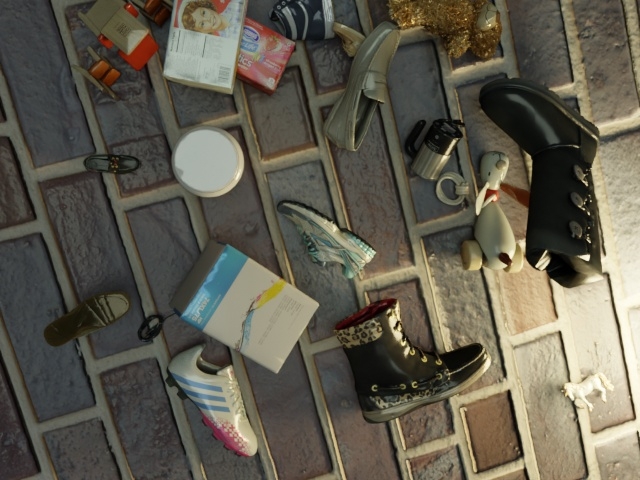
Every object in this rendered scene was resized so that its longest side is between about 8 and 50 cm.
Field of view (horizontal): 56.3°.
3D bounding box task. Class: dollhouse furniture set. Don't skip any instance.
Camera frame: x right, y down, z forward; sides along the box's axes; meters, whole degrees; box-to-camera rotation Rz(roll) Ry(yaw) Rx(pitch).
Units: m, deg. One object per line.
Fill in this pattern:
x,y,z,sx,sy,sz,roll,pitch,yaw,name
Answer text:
-0.424,-0.446,1.342,0.135,0.259,0.262,41,91,0,dollhouse furniture set

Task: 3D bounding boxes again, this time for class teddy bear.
0.310,-0.564,1.468,0.338,0.113,0.245,26,50,-9,teddy bear

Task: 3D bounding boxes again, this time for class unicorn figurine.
0.754,0.433,1.710,0.162,0.060,0.111,-35,100,-19,unicorn figurine

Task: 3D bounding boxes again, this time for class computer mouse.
-0.368,0.179,1.534,0.242,0.041,0.071,-33,116,2,computer mouse

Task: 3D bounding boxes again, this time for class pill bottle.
-0.257,-0.181,1.381,0.161,0.283,0.160,-1,97,-8,pill bottle

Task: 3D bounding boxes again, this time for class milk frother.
0.309,-0.247,1.554,0.143,0.129,0.134,-5,136,-35,milk frother

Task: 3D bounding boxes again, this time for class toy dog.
0.458,-0.056,1.557,0.220,0.161,0.333,-22,99,-6,toy dog

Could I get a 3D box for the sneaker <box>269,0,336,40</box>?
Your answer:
-0.060,-0.625,1.454,0.153,0.099,0.281,-13,101,-8,sneaker

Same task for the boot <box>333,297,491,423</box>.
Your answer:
0.238,0.286,1.582,0.378,0.138,0.284,-24,99,1,boot

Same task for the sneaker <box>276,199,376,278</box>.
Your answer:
0.000,0.000,1.527,0.283,0.110,0.122,32,94,-10,sneaker

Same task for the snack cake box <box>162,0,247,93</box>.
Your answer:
-0.249,-0.473,1.323,0.152,0.089,0.264,10,95,-6,snack cake box

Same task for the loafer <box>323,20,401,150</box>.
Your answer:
0.120,-0.372,1.468,0.111,0.112,0.319,37,112,30,loafer

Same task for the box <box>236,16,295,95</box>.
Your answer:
-0.203,-0.467,1.438,0.257,0.122,0.128,25,93,-9,box

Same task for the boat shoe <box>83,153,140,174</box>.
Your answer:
-0.511,-0.187,1.468,0.133,0.042,0.048,0,94,-9,boat shoe

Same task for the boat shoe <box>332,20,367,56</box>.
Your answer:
0.088,-0.482,1.484,0.170,0.063,0.059,21,107,-40,boat shoe

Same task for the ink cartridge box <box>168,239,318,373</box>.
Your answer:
-0.186,0.153,1.438,0.270,0.198,0.197,35,81,-19,ink cartridge box

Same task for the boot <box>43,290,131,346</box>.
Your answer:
-0.535,0.173,1.440,0.213,0.165,0.077,-27,93,2,boot

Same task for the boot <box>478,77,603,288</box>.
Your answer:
0.530,-0.145,1.461,0.367,0.146,0.444,22,65,-14,boot

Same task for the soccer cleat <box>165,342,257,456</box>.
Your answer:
-0.248,0.407,1.531,0.143,0.116,0.331,-40,100,-2,soccer cleat
